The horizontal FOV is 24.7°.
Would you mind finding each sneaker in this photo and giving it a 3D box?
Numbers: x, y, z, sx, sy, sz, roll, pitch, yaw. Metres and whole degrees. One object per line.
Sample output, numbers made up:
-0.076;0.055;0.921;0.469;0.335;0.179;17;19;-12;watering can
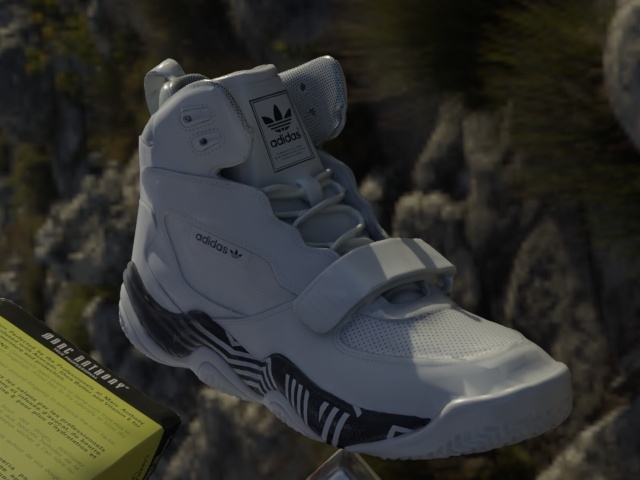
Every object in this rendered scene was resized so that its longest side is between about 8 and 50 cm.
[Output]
0.000;0.000;0.940;0.366;0.137;0.210;16;114;41;sneaker

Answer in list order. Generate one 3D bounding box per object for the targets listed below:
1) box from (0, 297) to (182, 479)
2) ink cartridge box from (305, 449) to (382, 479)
-0.137;0.090;0.435;0.058;0.087;0.232;-63;-12;23;box
-0.016;0.299;0.959;0.197;0.270;0.198;48;179;4;ink cartridge box
